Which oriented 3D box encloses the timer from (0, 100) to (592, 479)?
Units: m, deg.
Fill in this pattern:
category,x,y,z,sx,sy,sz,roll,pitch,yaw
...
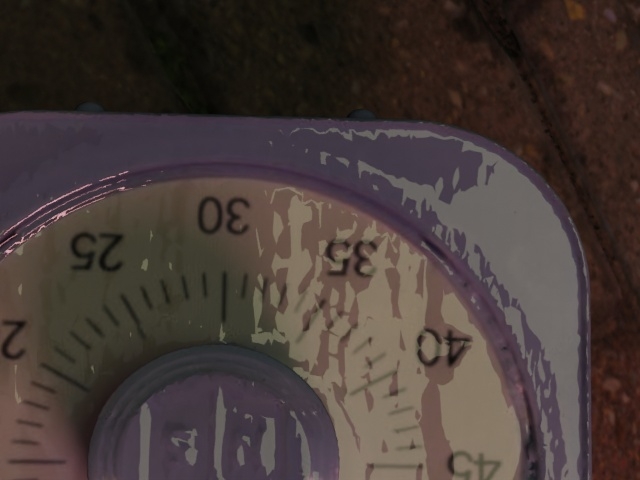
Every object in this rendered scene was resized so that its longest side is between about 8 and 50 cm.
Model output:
category,x,y,z,sx,sy,sz,roll,pitch,yaw
timer,-0.050,0.122,0.712,0.394,0.173,0.395,1,82,-5
